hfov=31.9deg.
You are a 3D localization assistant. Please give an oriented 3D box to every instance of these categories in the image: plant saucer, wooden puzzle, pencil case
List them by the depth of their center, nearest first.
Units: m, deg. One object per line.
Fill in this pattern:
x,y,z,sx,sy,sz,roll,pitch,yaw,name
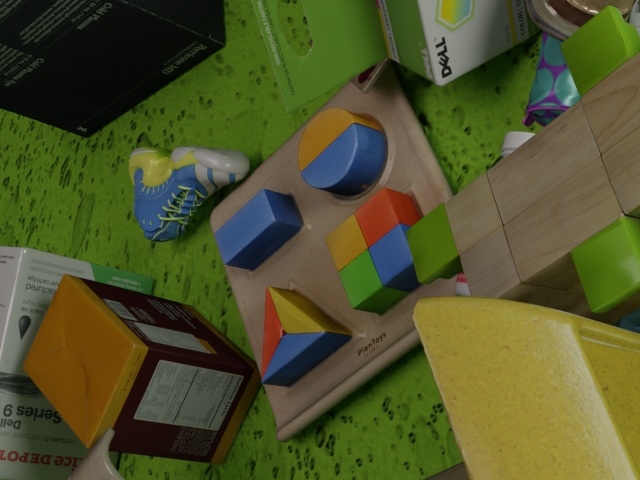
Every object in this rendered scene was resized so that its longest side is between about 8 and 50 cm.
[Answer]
0.240,0.184,0.730,0.081,0.333,0.333,-40,51,33,plant saucer
0.234,-0.182,1.064,0.070,0.064,0.151,2,78,31,pencil case
0.000,0.000,1.239,0.322,0.080,0.348,-41,50,30,wooden puzzle

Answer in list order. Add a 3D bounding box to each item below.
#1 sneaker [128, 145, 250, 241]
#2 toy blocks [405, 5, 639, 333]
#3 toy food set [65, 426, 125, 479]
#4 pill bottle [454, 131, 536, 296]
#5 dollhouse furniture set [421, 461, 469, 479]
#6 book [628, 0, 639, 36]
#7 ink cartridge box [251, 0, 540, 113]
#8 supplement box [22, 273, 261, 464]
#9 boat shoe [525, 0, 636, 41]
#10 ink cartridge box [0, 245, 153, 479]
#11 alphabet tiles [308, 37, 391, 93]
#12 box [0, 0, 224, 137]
-0.170,-0.057,1.447,0.240,0.091,0.126,6,94,55,sneaker
0.289,-0.038,0.830,0.381,0.261,0.191,-40,52,40,toy blocks
-0.178,0.375,1.200,0.306,0.092,0.220,43,114,5,toy food set
0.185,-0.016,1.042,0.087,0.087,0.160,10,84,48,pill bottle
0.170,0.383,0.882,0.362,0.256,0.394,-10,91,45,dollhouse furniture set
0.335,-0.240,1.001,0.096,0.035,0.144,12,86,45,book
0.072,-0.237,1.074,0.255,0.189,0.097,-31,38,-16,ink cartridge box
-0.209,0.153,1.323,0.191,0.194,0.129,34,102,47,supplement box
0.258,-0.333,1.011,0.116,0.123,0.324,115,160,-66,boat shoe
-0.357,0.168,1.466,0.121,0.211,0.289,2,79,45,ink cartridge box
0.087,-0.290,1.254,0.237,0.009,0.198,-53,29,10,alphabet tiles
-0.362,-0.323,1.560,0.343,0.312,0.179,-24,60,39,box
